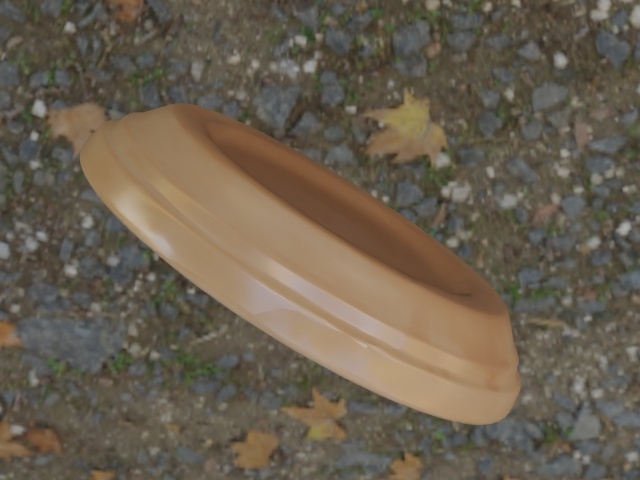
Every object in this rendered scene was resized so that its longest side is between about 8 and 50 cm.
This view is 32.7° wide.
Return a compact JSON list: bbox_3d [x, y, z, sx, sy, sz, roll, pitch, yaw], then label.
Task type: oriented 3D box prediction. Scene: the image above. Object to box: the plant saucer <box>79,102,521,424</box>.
[{"bbox_3d":[0.000,0.000,0.441,0.200,0.200,0.037,28,100,-22],"label":"plant saucer"}]
